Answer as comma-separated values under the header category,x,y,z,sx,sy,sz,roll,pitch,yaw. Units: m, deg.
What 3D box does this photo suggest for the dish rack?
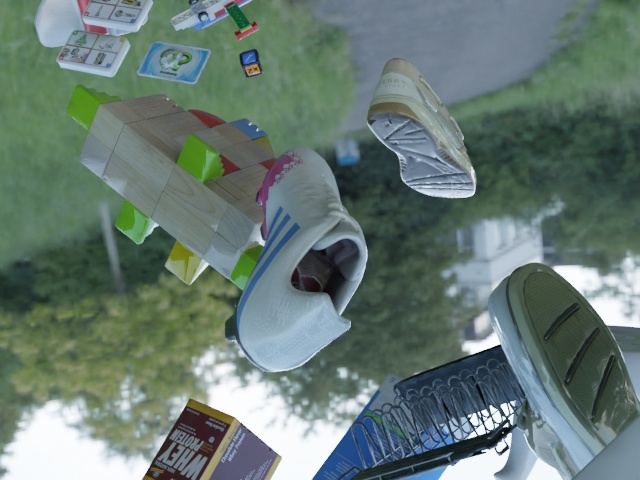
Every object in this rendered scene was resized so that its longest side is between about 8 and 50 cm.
category,x,y,z,sx,sy,sz,roll,pitch,yaw
dish rack,0.131,0.181,0.964,0.208,0.074,0.271,-27,175,31

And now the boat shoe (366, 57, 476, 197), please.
category,x,y,z,sx,sy,sz,roll,pitch,yaw
boat shoe,0.155,-0.150,1.317,0.109,0.098,0.302,-1,158,28

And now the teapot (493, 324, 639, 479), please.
category,x,y,z,sx,sy,sz,roll,pitch,yaw
teapot,0.350,0.207,1.126,0.256,0.187,0.252,1,-176,16

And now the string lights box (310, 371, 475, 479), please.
category,x,y,z,sx,sy,sz,roll,pitch,yaw
string lights box,0.076,0.317,1.252,0.259,0.077,0.133,-51,-149,-13

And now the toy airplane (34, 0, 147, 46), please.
category,x,y,z,sx,sy,sz,roll,pitch,yaw
toy airplane,-0.344,-0.441,1.188,0.273,0.384,0.386,3,150,-24

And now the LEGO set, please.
category,x,y,z,sx,sy,sz,roll,pitch,yaw
LEGO set,-0.160,-0.249,1.079,0.244,0.182,0.060,12,155,19

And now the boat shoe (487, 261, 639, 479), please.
category,x,y,z,sx,sy,sz,roll,pitch,yaw
boat shoe,0.232,0.161,0.847,0.103,0.302,0.113,-24,-168,49

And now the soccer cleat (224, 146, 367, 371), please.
category,x,y,z,sx,sy,sz,roll,pitch,yaw
soccer cleat,0.000,0.000,0.992,0.143,0.116,0.331,-29,-148,31

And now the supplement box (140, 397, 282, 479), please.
category,x,y,z,sx,sy,sz,roll,pitch,yaw
supplement box,-0.209,0.447,1.797,0.129,0.194,0.191,13,-116,38

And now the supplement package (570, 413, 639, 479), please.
category,x,y,z,sx,sy,sz,roll,pitch,yaw
supplement package,0.240,0.154,0.511,0.134,0.244,0.139,47,-177,38

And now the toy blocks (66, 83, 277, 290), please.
category,x,y,z,sx,sy,sz,roll,pitch,yaw
toy blocks,-0.153,-0.098,1.359,0.381,0.190,0.261,37,-152,14
